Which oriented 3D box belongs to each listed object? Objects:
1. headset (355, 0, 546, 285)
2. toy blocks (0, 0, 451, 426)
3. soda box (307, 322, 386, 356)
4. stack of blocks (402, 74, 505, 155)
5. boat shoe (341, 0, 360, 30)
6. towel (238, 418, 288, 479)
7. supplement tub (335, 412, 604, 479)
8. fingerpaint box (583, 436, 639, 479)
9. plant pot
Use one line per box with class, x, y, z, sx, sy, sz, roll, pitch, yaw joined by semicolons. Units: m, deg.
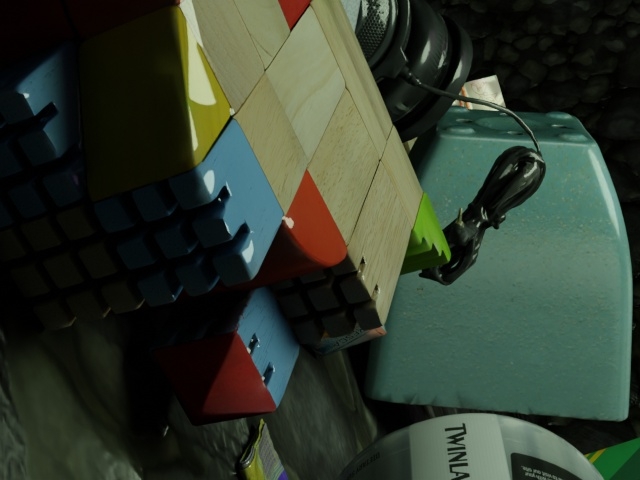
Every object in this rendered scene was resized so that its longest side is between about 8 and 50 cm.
headset;0.024;-0.144;0.831;0.394;0.185;0.243;43;12;29
toy blocks;-0.064;-0.069;0.449;0.381;0.190;0.261;64;25;-24
soda box;0.000;0.000;0.812;0.058;0.063;0.183;50;24;-57
stack of blocks;0.164;-0.136;1.292;0.297;0.171;0.087;145;-71;-83
boat shoe;-0.039;-0.201;0.680;0.121;0.119;0.335;1;106;-66
towel;-0.026;0.154;0.581;0.060;0.009;0.083;-63;132;-75
supplement tub;0.086;0.248;0.490;0.316;0.193;0.194;-83;151;-66
fingerpaint box;0.463;0.468;1.412;0.445;0.371;0.163;59;14;-46
plant pot;0.180;0.003;0.971;0.248;0.247;0.252;-73;167;-71
